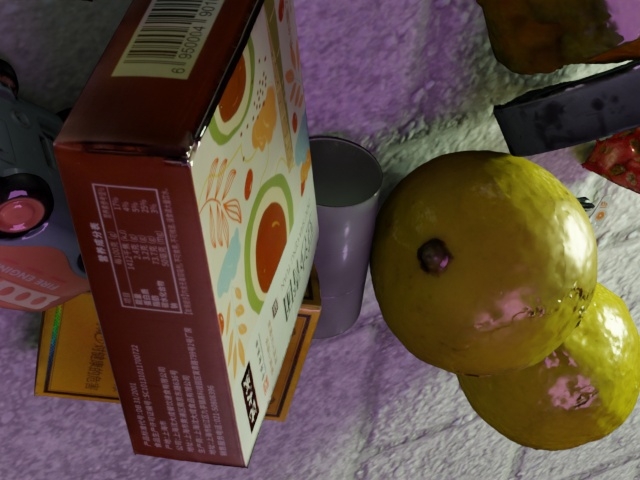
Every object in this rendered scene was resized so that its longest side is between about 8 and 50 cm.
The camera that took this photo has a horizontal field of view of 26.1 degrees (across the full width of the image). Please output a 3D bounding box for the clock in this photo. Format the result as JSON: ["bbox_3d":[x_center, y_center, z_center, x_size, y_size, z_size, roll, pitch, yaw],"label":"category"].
[{"bbox_3d":[0.363,-0.176,1.601,0.325,0.067,0.325,-18,-176,1],"label":"clock"}]

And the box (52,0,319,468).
[{"bbox_3d":[-0.105,-0.042,1.310,0.122,0.345,0.385,5,132,12],"label":"box"}]

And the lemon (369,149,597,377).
[{"bbox_3d":[0.199,0.029,1.692,0.297,0.297,0.297,-20,140,-18],"label":"lemon"}]

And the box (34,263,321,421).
[{"bbox_3d":[-0.166,0.103,1.578,0.301,0.084,0.193,7,131,-12],"label":"box"}]

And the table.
[{"bbox_3d":[0.000,0.000,1.641,0.126,0.126,0.220,-15,139,-23],"label":"table"}]

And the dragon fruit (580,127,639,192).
[{"bbox_3d":[0.439,-0.114,1.847,0.153,0.153,0.111,14,104,-44],"label":"dragon fruit"}]

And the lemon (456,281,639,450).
[{"bbox_3d":[0.316,0.164,1.933,0.268,0.268,0.322,-40,149,7],"label":"lemon"}]

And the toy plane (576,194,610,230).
[{"bbox_3d":[0.320,-0.021,1.916,0.197,0.053,0.078,-7,126,-25],"label":"toy plane"}]

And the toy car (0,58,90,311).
[{"bbox_3d":[-0.318,-0.029,1.349,0.212,0.181,0.270,-37,144,19],"label":"toy car"}]

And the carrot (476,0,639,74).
[{"bbox_3d":[0.262,-0.282,1.368,0.241,0.241,0.341,-31,117,-5],"label":"carrot"}]
